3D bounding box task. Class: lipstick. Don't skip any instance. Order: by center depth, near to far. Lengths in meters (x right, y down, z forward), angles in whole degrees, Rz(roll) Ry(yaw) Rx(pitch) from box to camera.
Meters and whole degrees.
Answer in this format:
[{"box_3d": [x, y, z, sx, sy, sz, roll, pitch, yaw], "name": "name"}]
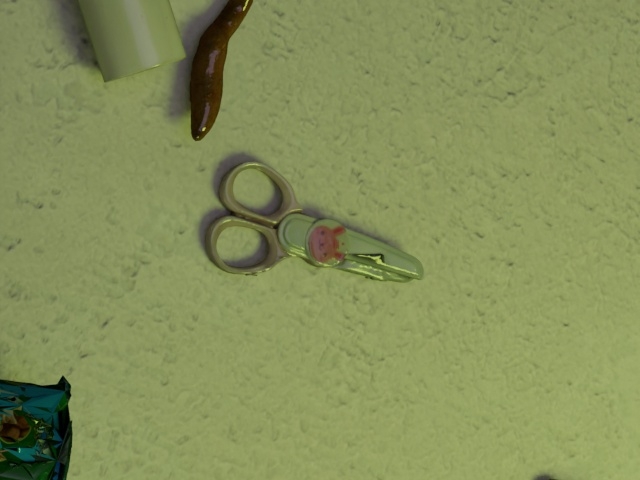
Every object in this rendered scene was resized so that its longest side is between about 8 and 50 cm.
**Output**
[{"box_3d": [-0.220, -0.321, 1.649, 0.087, 0.087, 0.327, -21, 97, -23], "name": "lipstick"}]

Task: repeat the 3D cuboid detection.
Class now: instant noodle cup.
[{"box_3d": [-0.337, 0.217, 1.516, 0.178, 0.240, 0.240, 16, 83, -17], "name": "instant noodle cup"}]

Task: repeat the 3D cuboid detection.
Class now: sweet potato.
[{"box_3d": [-0.109, -0.184, 1.725, 0.044, 0.044, 0.179, 21, 74, -23], "name": "sweet potato"}]

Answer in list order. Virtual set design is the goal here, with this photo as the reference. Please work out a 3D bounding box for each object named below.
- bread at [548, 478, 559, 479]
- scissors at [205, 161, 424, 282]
[{"box_3d": [0.235, 0.398, 1.841, 0.178, 0.142, 0.266, 44, 70, -2], "name": "bread"}, {"box_3d": [0.000, 0.000, 1.776, 0.242, 0.030, 0.118, 17, 82, -19], "name": "scissors"}]
